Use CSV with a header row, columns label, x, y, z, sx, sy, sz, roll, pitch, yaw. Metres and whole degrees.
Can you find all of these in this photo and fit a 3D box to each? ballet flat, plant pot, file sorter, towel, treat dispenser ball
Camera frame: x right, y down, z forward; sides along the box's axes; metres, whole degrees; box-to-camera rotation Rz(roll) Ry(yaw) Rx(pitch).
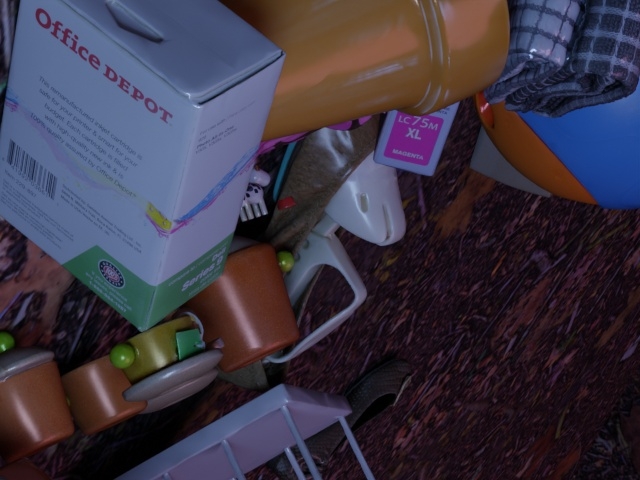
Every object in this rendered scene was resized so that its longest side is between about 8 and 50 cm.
label,x,y,z,sx,sy,sz,roll,pitch,yaw
ballet flat,0.036,0.218,2.279,0.250,0.058,0.084,-33,154,-43
plant pot,-0.001,-0.162,1.355,0.188,0.205,0.205,-28,153,-19
file sorter,-0.084,0.279,1.803,0.277,0.173,0.193,-31,165,12
towel,0.206,-0.224,1.540,0.283,0.121,0.235,160,-57,-84
ballet flat,0.000,0.000,1.716,0.342,0.124,0.116,-60,160,20
plant pot,0.241,-0.113,2.105,0.109,0.096,0.109,-39,157,-32
treat dispenser ball,0.280,-0.172,1.797,0.288,0.288,0.288,-44,159,-22

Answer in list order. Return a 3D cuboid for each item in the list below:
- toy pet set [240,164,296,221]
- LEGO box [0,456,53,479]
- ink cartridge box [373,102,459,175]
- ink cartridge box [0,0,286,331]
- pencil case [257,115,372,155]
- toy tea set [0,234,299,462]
label,x,y,z,sx,sy,sz,roll,pitch,yaw
toy pet set,-0.103,-0.034,1.531,0.122,0.065,0.114,-18,-179,42
LEGO box,-0.343,0.380,1.197,0.372,0.193,0.500,-57,163,21
ink cartridge box,0.112,-0.224,1.545,0.186,0.065,0.311,-81,-176,-45
ink cartridge box,-0.125,-0.072,1.260,0.093,0.154,0.212,-36,155,-38
pencil case,-0.040,-0.100,1.491,0.209,0.098,0.095,-30,143,-47
toy tea set,-0.155,0.074,1.574,0.200,0.124,0.336,-27,174,23
